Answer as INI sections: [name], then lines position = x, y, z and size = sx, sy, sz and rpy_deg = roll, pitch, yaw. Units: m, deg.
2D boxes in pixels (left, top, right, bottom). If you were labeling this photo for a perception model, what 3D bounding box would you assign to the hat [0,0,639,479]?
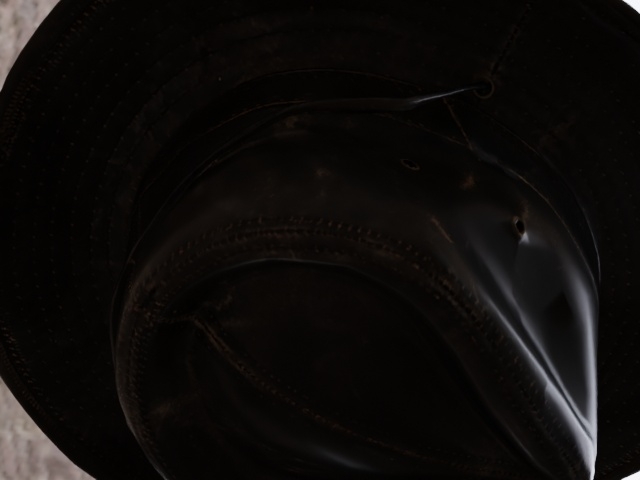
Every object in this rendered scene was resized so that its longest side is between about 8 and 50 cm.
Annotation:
[hat]
position = 0.024, 0.038, 0.471
size = 0.331, 0.331, 0.134
rpy_deg = -53, -160, 19
